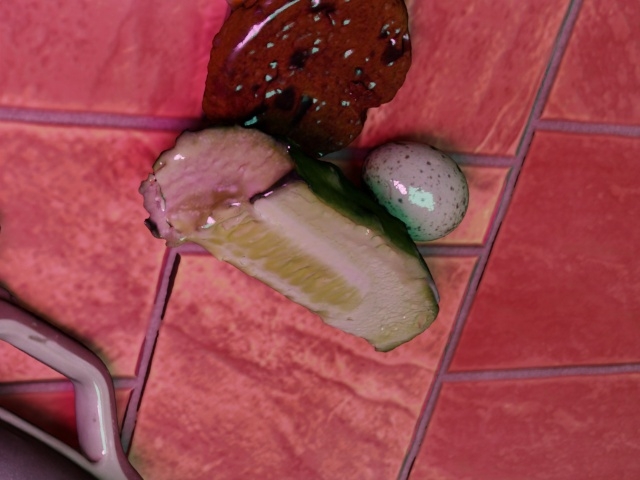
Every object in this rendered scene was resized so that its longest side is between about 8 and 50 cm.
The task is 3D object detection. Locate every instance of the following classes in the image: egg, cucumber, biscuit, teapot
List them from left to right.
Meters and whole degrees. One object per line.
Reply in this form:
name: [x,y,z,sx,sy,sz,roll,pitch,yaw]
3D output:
teapot: [-0.275,0.210,1.132,0.312,0.233,0.315,51,58,-37]
biscuit: [-0.010,-0.140,1.136,0.192,0.049,0.192,-20,139,-18]
cucumber: [0.002,-0.003,1.185,0.145,0.105,0.325,-26,146,21]
egg: [0.081,-0.045,1.245,0.110,0.085,0.085,25,105,-38]

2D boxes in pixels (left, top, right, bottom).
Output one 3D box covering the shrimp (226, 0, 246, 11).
shrimp: [-0.043,-0.207,1.103,0.091,0.025,0.127,-35,136,-12]
